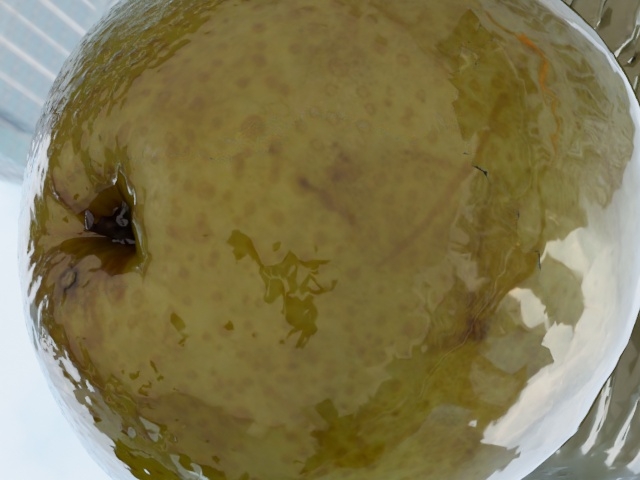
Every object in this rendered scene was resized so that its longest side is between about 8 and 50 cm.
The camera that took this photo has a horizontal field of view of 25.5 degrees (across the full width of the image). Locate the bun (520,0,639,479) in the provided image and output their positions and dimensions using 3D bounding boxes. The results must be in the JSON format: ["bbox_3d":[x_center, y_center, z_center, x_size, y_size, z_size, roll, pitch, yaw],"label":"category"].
[{"bbox_3d":[0.092,-0.022,0.735,0.234,0.362,0.326,-19,-104,53],"label":"bun"}]

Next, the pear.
[{"bbox_3d":[0.000,0.000,0.448,0.209,0.209,0.209,-5,-107,18],"label":"pear"}]
